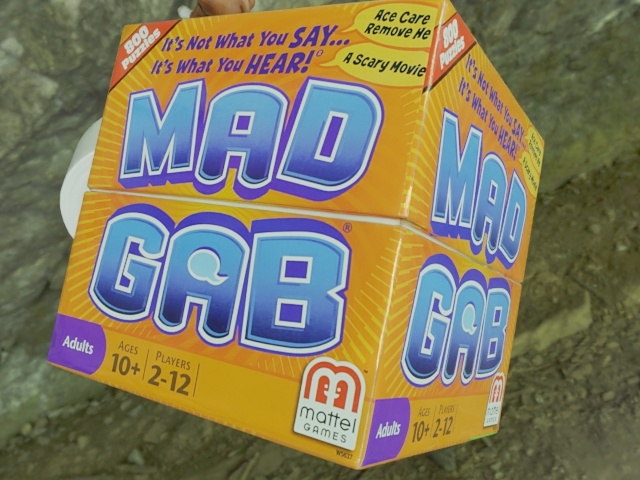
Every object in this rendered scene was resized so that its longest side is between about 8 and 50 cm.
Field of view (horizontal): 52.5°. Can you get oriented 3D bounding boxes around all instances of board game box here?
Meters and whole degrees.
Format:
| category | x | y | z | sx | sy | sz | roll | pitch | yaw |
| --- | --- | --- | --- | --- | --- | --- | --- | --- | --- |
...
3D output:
| category | x | y | z | sx | sy | sz | roll | pitch | yaw |
| --- | --- | --- | --- | --- | --- | --- | --- | --- | --- |
| board game box | 0.000 | 0.000 | 0.704 | 0.356 | 0.356 | 0.356 | 7 | -6 | 32 |

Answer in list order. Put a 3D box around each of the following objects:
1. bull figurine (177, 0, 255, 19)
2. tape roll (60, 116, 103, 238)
| category | x | y | z | sx | sy | sz | roll | pitch | yaw |
| --- | --- | --- | --- | --- | --- | --- | --- | --- | --- |
| bull figurine | -0.198 | -0.469 | 0.965 | 0.101 | 0.310 | 0.188 | -32 | 26 | -23 |
| tape roll | -0.248 | -0.068 | 1.013 | 0.286 | 0.286 | 0.100 | -23 | 39 | 16 |
